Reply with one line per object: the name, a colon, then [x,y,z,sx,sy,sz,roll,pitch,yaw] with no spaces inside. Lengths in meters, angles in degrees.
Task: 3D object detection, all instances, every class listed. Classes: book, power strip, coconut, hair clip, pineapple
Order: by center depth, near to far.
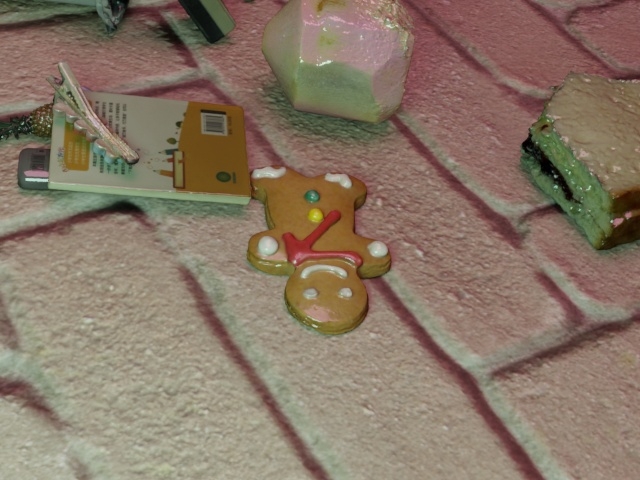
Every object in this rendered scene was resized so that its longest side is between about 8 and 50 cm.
hair clip: [-0.342,-0.175,1.666,0.062,0.056,0.214,-17,62,-48]
book: [-0.256,-0.145,1.707,0.295,0.020,0.208,5,48,-13]
pineapple: [-0.455,-0.182,1.736,0.124,0.058,0.058,-7,45,-20]
coconut: [0.024,-0.318,1.882,0.245,0.233,0.233,11,41,-6]
power strip: [-0.238,-0.461,1.961,0.070,0.256,0.105,-36,52,3]

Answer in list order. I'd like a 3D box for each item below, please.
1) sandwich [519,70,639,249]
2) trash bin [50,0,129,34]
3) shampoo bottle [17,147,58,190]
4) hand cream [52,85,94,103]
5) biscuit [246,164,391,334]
sandwich: [0.480,-0.142,1.865,0.262,0.131,0.325,-13,49,-24]
trash bin: [-0.509,-0.536,1.978,0.368,0.256,0.296,1,64,-1]
shampoo bottle: [-0.365,-0.104,1.682,0.165,0.040,0.080,2,42,-12]
hand cream: [-0.298,-0.169,1.765,0.271,0.058,0.091,28,35,12]
biscuit: [0.000,0.000,1.651,0.216,0.047,0.339,4,41,-7]
